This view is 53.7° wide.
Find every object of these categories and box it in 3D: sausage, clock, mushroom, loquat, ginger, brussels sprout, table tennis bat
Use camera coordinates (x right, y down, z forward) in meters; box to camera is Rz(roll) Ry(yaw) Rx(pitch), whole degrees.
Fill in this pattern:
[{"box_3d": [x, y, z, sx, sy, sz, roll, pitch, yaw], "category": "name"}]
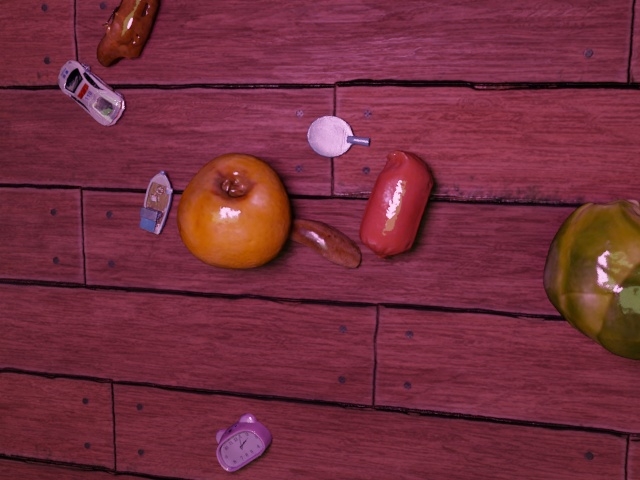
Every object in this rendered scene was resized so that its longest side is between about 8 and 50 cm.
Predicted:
[{"box_3d": [0.175, -0.076, 1.452, 0.148, 0.148, 0.254, 22, 101, 8], "category": "sausage"}, {"box_3d": [-0.213, 0.535, 1.671, 0.153, 0.050, 0.110, -36, 89, 15], "category": "clock"}, {"box_3d": [0.002, -0.001, 1.529, 0.210, 0.094, 0.072, 28, 106, 11], "category": "mushroom"}, {"box_3d": [-0.194, -0.057, 1.479, 0.275, 0.275, 0.274, 2, 99, 12], "category": "loquat"}, {"box_3d": [-0.462, -0.563, 1.538, 0.133, 0.107, 0.309, 16, 105, -5], "category": "ginger"}, {"box_3d": [0.658, 0.087, 1.313, 0.371, 0.276, 0.314, 14, 88, 3], "category": "brussels sprout"}, {"box_3d": [0.043, -0.247, 1.519, 0.155, 0.019, 0.100, 9, 100, 12], "category": "table tennis bat"}]

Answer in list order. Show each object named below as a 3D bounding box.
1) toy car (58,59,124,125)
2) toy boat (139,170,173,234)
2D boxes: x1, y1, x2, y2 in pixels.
[{"box_3d": [-0.590, -0.378, 1.617, 0.205, 0.056, 0.095, 40, 106, 3], "category": "toy car"}, {"box_3d": [-0.419, -0.097, 1.619, 0.069, 0.059, 0.172, 20, 102, 9], "category": "toy boat"}]
